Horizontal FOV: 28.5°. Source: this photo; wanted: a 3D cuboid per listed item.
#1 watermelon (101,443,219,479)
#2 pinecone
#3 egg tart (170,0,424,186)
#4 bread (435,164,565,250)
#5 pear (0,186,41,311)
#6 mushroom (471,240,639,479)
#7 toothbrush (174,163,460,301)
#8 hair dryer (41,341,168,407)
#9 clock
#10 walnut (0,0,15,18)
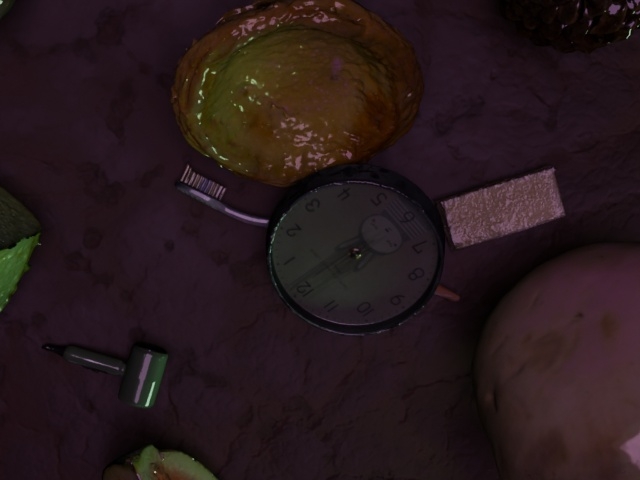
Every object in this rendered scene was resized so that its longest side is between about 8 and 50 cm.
[{"bbox_3d":[-0.142,0.357,1.512,0.128,0.159,0.303,-35,100,-31],"label":"watermelon"},{"bbox_3d":[0.304,-0.310,1.448,0.205,0.179,0.184,-19,111,-30],"label":"pinecone"},{"bbox_3d":[-0.026,-0.183,1.420,0.294,0.123,0.294,-7,142,-6],"label":"egg tart"},{"bbox_3d":[0.222,-0.040,1.545,0.154,0.028,0.068,-18,99,-4],"label":"bread"},{"bbox_3d":[-0.487,0.007,1.378,0.292,0.292,0.159,32,125,-9],"label":"pear"},{"bbox_3d":[0.326,0.187,1.444,0.325,0.353,0.353,-25,100,-31],"label":"mushroom"},{"bbox_3d":[0.000,0.000,1.526,0.375,0.028,0.037,24,87,-8],"label":"toothbrush"},{"bbox_3d":[-0.262,0.146,1.516,0.150,0.047,0.071,17,94,3],"label":"hair dryer"},{"bbox_3d":[0.041,0.015,1.488,0.215,0.042,0.215,1,118,2],"label":"clock"},{"bbox_3d":[-0.413,-0.326,1.347,0.224,0.224,0.224,-1,97,-6],"label":"walnut"}]
